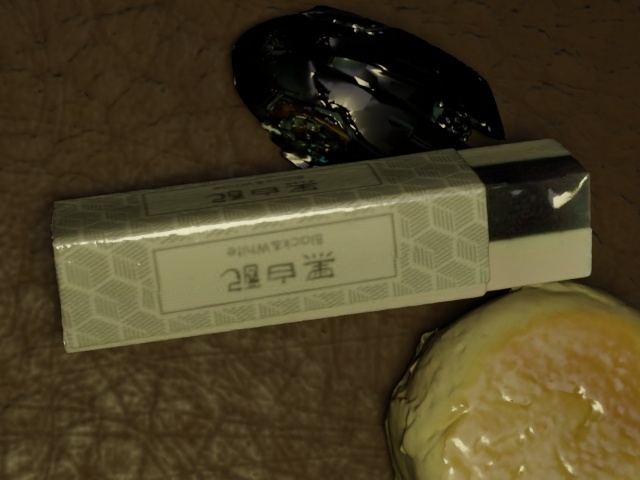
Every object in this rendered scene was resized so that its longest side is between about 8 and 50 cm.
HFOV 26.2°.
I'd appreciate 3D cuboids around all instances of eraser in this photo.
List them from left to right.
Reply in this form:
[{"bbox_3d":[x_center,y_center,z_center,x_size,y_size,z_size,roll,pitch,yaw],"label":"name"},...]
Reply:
[{"bbox_3d":[0.000,0.000,1.050,0.404,0.098,0.096,-9,112,-7],"label":"eraser"}]

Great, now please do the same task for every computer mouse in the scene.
[{"bbox_3d":[0.042,-0.117,1.120,0.242,0.077,0.146,19,81,-9],"label":"computer mouse"}]

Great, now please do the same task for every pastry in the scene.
[{"bbox_3d":[0.177,0.158,1.079,0.265,0.133,0.264,2,81,-11],"label":"pastry"}]
